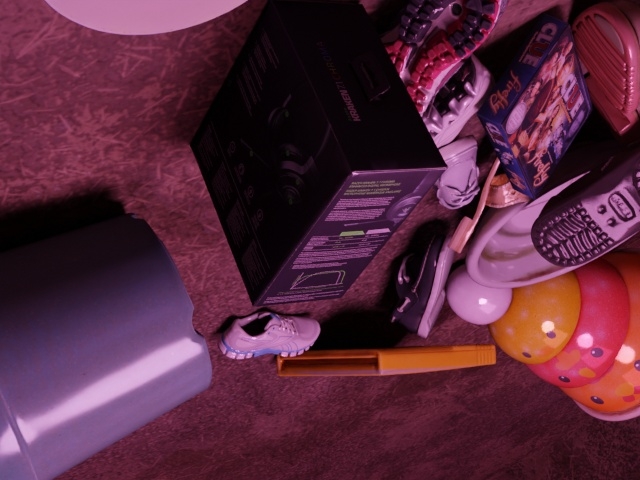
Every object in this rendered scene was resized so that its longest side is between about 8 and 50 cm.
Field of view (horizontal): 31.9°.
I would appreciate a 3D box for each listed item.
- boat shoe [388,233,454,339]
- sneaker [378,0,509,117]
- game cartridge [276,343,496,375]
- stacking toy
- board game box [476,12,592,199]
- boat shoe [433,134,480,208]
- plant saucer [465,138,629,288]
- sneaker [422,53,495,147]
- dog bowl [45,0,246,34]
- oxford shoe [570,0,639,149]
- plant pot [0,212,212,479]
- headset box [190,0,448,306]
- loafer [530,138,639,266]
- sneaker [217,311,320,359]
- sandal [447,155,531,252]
[{"bbox_3d":[0.169,0.077,1.939,0.302,0.091,0.114,97,19,-55],"label":"boat shoe"},{"bbox_3d":[0.123,-0.220,1.332,0.299,0.121,0.112,-38,-177,42],"label":"sneaker"},{"bbox_3d":[0.128,0.220,2.099,0.324,0.052,0.285,-1,175,-42],"label":"game cartridge"},{"bbox_3d":[0.432,0.144,2.146,0.480,0.350,0.350,14,138,-28],"label":"stacking toy"},{"bbox_3d":[0.300,-0.177,1.536,0.165,0.042,0.243,-57,151,-7],"label":"board game box"},{"bbox_3d":[0.199,-0.091,1.608,0.079,0.081,0.227,-26,171,1],"label":"boat shoe"},{"bbox_3d":[0.412,-0.064,1.879,0.400,0.100,0.400,-20,153,-10],"label":"plant saucer"},{"bbox_3d":[0.112,-0.138,1.491,0.292,0.110,0.118,-36,161,24],"label":"sneaker"},{"bbox_3d":[-0.138,-0.302,0.956,0.265,0.104,0.265,-20,154,-10],"label":"dog bowl"},{"bbox_3d":[0.439,-0.250,1.527,0.146,0.140,0.397,-32,164,8],"label":"oxford shoe"},{"bbox_3d":[-0.338,0.140,1.409,0.334,0.341,0.341,-24,156,-20],"label":"plant pot"},{"bbox_3d":[-0.011,-0.103,1.281,0.131,0.246,0.283,-5,147,-33],"label":"headset box"},{"bbox_3d":[0.471,-0.096,1.629,0.366,0.134,0.130,-26,-159,24],"label":"loafer"},{"bbox_3d":[-0.077,0.154,1.918,0.191,0.071,0.083,-7,144,-32],"label":"sneaker"},{"bbox_3d":[0.279,-0.072,1.693,0.240,0.079,0.088,-65,175,28],"label":"sandal"}]
